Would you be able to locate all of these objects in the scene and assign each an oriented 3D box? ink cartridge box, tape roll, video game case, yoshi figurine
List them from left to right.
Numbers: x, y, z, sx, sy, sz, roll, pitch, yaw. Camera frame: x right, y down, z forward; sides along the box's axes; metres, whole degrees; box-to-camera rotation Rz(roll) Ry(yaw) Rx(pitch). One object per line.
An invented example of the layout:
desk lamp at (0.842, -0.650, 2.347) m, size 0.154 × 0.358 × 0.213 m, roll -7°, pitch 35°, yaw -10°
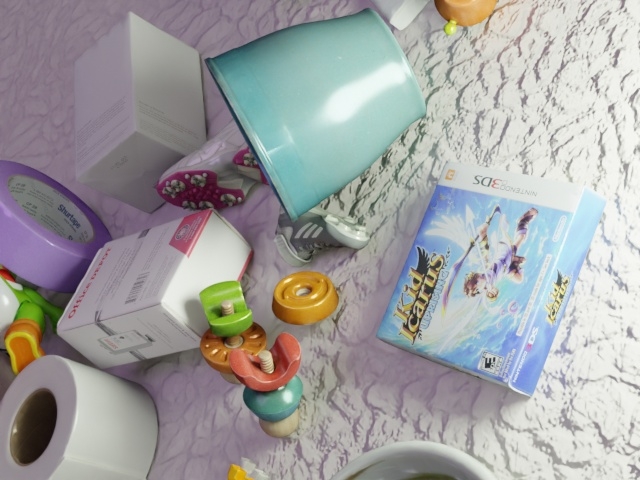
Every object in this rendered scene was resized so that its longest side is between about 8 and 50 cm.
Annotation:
yoshi figurine at (-0.569, 0.143, 2.163) m, size 0.203 × 0.204 × 0.362 m, roll -45°, pitch 28°, yaw 17°
tape roll at (-0.519, -0.027, 2.186) m, size 0.090 × 0.275 × 0.274 m, roll -49°, pitch 43°, yaw 15°
tape roll at (-0.411, 0.329, 1.967) m, size 0.246 × 0.169 × 0.246 m, roll -22°, pitch 55°, yaw 36°
ink cartridge box at (-0.275, 0.082, 1.957) m, size 0.283 × 0.117 × 0.207 m, roll -16°, pitch 39°, yaw 41°
video game case at (0.217, 0.041, 1.555) m, size 0.244 × 0.061 × 0.269 m, roll 16°, pitch 81°, yaw 50°

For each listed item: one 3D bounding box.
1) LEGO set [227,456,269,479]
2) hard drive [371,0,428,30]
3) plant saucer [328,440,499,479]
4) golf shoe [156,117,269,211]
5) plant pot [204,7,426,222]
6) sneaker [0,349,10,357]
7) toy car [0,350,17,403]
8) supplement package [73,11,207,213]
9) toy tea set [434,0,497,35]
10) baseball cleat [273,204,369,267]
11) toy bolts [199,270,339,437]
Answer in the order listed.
LEGO set at (-0.092, 0.390, 1.669) m, size 0.227 × 0.087 × 0.093 m, roll 30°, pitch 92°, yaw 50°
hard drive at (0.125, -0.502, 1.954) m, size 0.203 × 0.040 × 0.307 m, roll -48°, pitch 43°, yaw 16°
plant saucer at (0.112, 0.445, 1.418) m, size 0.401 × 0.101 × 0.400 m, roll -22°, pitch 55°, yaw 37°
golf shoe at (-0.146, -0.143, 2.007) m, size 0.306 × 0.115 × 0.140 m, roll -18°, pitch 47°, yaw 32°
plant pot at (0.005, -0.205, 1.747) m, size 0.255 × 0.271 × 0.271 m, roll -29°, pitch 45°, yaw -3°
sneaker at (-0.626, 0.171, 2.347) m, size 0.108 × 0.100 × 0.271 m, roll 131°, pitch 141°, yaw -60°
toy car at (-0.628, 0.342, 2.206) m, size 0.238 × 0.219 × 0.210 m, roll 114°, pitch 149°, yaw -45°
supplement package at (-0.331, -0.234, 2.178) m, size 0.178 × 0.175 × 0.292 m, roll -33°, pitch 49°, yaw 32°
toy tea set at (0.265, -0.458, 1.738) m, size 0.336 × 0.124 × 0.200 m, roll -31°, pitch 82°, yaw 8°
baseball cleat at (0.000, 0.000, 1.809) m, size 0.206 × 0.072 × 0.109 m, roll 31°, pitch 107°, yaw 54°
toy bolts at (-0.061, 0.175, 1.756) m, size 0.218 × 0.158 × 0.228 m, roll -14°, pitch 37°, yaw -6°
